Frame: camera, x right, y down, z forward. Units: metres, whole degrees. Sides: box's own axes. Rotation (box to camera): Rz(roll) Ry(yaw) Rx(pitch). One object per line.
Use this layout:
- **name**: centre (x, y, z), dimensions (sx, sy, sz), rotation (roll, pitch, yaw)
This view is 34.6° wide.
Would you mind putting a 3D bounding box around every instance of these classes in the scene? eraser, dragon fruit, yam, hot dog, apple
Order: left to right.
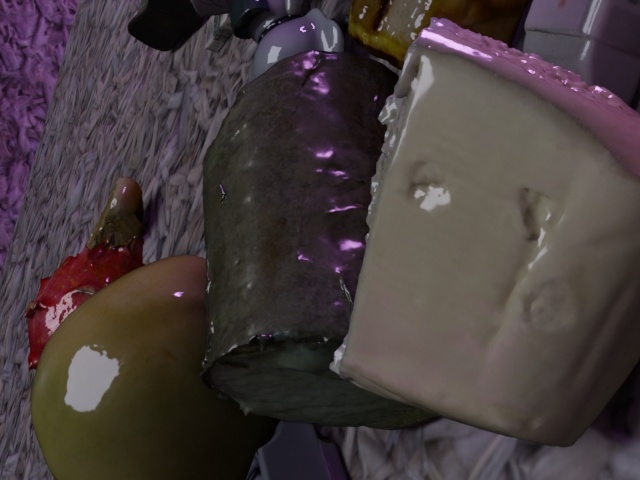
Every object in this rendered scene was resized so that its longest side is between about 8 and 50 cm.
- **dragon fruit**: centre (-0.305, 0.109, 1.433), dimensions (0.205, 0.210, 0.268), rotation (-7, 62, 46)
- **hot dog**: centre (-0.344, -0.012, 1.728), dimensions (0.242, 0.073, 0.084), rotation (128, 152, -45)
- **apple**: centre (-0.146, 0.147, 1.004), dimensions (0.262, 0.262, 0.262), rotation (-44, 38, 49)
- **yam**: centre (0.000, 0.000, 0.835), dimensions (0.195, 0.195, 0.300), rotation (-48, 35, 44)
- **eraser**: centre (0.216, -0.240, 0.682), dimensions (0.351, 0.061, 0.089), rotation (-70, 23, 8)

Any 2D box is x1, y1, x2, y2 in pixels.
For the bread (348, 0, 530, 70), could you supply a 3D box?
- **bread**: centre (0.115, -0.244, 0.864), dimensions (0.222, 0.096, 0.181), rotation (-65, 28, 18)

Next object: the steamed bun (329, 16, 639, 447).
- **steamed bun**: centre (0.110, 0.005, 0.625), dimensions (0.225, 0.200, 0.170), rotation (-66, -14, 22)

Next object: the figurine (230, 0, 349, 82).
- **figurine**: centre (-0.029, -0.211, 1.122), dimensions (0.147, 0.126, 0.192), rotation (-39, 58, 38)

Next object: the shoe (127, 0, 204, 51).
- **shoe**: centre (-0.248, -0.415, 1.741), dimensions (0.275, 0.103, 0.098), rotation (-19, 47, 60)

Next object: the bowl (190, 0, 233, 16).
- **bowl**: centre (-0.101, -0.435, 1.307), dimensions (0.287, 0.144, 0.286), rotation (-4, -90, -88)

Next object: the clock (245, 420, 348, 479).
- **clock**: centre (-0.036, 0.297, 0.866), dimensions (0.186, 0.083, 0.253), rotation (-63, 27, 24)

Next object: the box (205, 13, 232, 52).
- **box**: centre (-0.149, -0.331, 1.564), dimensions (0.083, 0.024, 0.054), rotation (-40, 40, 51)
